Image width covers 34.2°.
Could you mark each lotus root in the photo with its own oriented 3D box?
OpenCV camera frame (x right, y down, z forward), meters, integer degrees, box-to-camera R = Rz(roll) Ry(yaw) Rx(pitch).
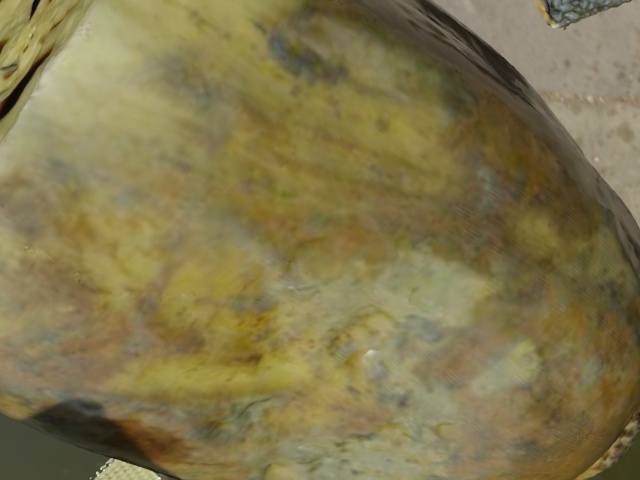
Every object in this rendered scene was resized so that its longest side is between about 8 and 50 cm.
[{"bbox_3d":[0.000,0.000,0.475,0.346,0.250,0.250,28,114,-23],"label":"lotus root"}]

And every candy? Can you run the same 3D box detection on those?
[{"bbox_3d":[0.256,-0.247,0.977,0.110,0.095,0.085,-7,118,29],"label":"candy"}]

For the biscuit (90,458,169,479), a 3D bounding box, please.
[{"bbox_3d":[-0.162,0.295,0.926,0.150,0.252,0.052,-44,126,-13],"label":"biscuit"}]
